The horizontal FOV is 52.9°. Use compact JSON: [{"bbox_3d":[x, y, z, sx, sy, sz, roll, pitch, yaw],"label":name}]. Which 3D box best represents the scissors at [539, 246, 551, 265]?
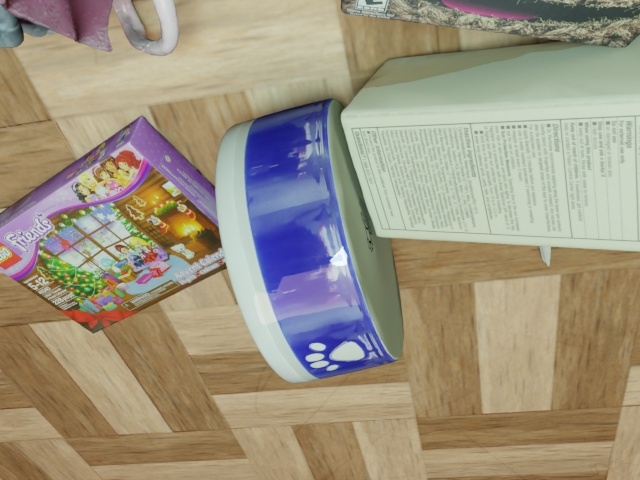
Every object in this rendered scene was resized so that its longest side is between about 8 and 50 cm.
[{"bbox_3d":[0.249,-0.077,0.711,0.109,0.021,0.297,-24,126,22],"label":"scissors"}]

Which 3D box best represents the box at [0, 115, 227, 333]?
[{"bbox_3d":[-0.255,-0.002,0.797,0.293,0.057,0.201,-26,126,26],"label":"box"}]

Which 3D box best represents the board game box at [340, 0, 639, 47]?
[{"bbox_3d":[0.142,-0.256,0.370,0.232,0.141,0.291,6,169,-1],"label":"board game box"}]

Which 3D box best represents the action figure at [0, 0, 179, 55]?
[{"bbox_3d":[-0.168,-0.305,0.407,0.275,0.248,0.370,-1,117,-42],"label":"action figure"}]

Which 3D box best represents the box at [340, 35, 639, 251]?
[{"bbox_3d":[0.191,-0.084,0.559,0.311,0.121,0.148,5,131,31],"label":"box"}]

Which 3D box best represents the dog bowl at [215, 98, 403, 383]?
[{"bbox_3d":[0.000,0.000,0.636,0.104,0.265,0.265,-14,131,14],"label":"dog bowl"}]
